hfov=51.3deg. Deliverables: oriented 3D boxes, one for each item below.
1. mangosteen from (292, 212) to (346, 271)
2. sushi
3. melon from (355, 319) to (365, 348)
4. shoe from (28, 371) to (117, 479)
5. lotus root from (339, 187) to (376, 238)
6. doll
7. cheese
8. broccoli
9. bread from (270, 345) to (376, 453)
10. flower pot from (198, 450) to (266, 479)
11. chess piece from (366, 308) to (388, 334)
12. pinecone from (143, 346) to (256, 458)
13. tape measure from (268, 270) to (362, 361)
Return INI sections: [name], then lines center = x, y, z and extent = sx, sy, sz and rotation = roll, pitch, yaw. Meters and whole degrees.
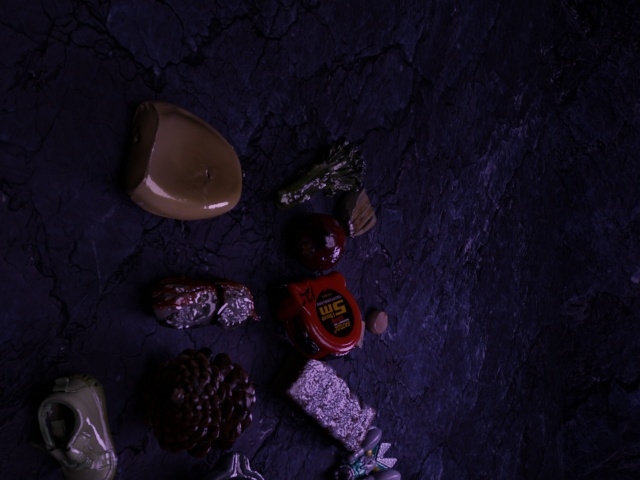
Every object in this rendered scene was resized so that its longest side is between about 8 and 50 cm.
[mangosteen]
center = 0.000, 0.000, 1.897
extent = 0.180, 0.166, 0.166
rotation = -37, 125, -70
[sushi]
center = -0.283, 0.154, 1.615
extent = 0.332, 0.124, 0.130
rotation = 2, 104, -47
[melon]
center = 0.080, 0.262, 2.092
extent = 0.182, 0.054, 0.098
rotation = 41, 59, -44
[shoe]
center = -0.518, 0.407, 1.386
extent = 0.128, 0.140, 0.262
rotation = -4, 93, -58
[lotus root]
center = 0.099, -0.077, 2.051
extent = 0.144, 0.070, 0.143
rotation = -50, 135, -37
[doll]
center = 0.160, 0.741, 2.167
extent = 0.195, 0.153, 0.258
rotation = 51, 50, -7
[cheese]
center = -0.301, -0.164, 1.547
extent = 0.316, 0.128, 0.259
rotation = 23, 76, -49
[broccoli]
center = -0.004, -0.170, 1.891
extent = 0.304, 0.145, 0.165
rotation = -30, 114, -28
[bread]
center = 0.017, 0.483, 2.005
extent = 0.416, 0.113, 0.165
rotation = 51, 57, -38
[flower pot]
center = -0.210, 0.687, 1.658
extent = 0.299, 0.283, 0.299
rotation = -5, 97, -44
[chess piece]
center = 0.189, 0.272, 2.224
extent = 0.084, 0.038, 0.083
rotation = -5, 97, -47
[pinecone]
center = -0.269, 0.378, 1.577
extent = 0.264, 0.264, 0.264
rotation = -9, 102, -47
[tape measure]
center = -0.003, 0.216, 1.890
extent = 0.253, 0.114, 0.260
rotation = -13, 77, -48
